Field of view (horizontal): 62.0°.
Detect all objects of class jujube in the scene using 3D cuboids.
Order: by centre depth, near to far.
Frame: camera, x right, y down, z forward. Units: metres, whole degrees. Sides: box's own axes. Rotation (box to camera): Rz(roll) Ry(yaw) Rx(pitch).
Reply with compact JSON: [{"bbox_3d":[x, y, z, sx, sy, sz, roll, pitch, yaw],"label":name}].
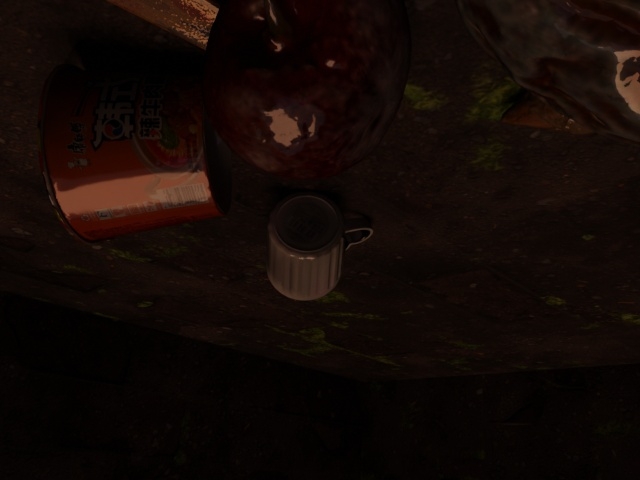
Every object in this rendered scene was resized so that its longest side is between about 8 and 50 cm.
[{"bbox_3d":[0.251,-0.199,0.408,0.308,0.215,0.246,26,162,17],"label":"jujube"}]

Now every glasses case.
[{"bbox_3d":[-0.148,-0.268,0.614,0.170,0.041,0.065,20,139,-30],"label":"glasses case"}]

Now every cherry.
[{"bbox_3d":[-0.006,-0.175,0.573,0.203,0.230,0.300,22,-177,25],"label":"cherry"}]

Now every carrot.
[{"bbox_3d":[0.349,-0.186,0.659,0.263,0.101,0.102,-8,154,42],"label":"carrot"}]

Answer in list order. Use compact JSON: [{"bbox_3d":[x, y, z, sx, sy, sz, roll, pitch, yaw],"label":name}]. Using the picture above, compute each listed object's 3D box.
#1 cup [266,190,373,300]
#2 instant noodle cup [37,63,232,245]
[{"bbox_3d":[-0.014,-0.007,1.093,0.167,0.221,0.202,37,158,14],"label":"cup"},{"bbox_3d":[-0.235,-0.121,0.740,0.192,0.250,0.250,-3,156,1],"label":"instant noodle cup"}]
